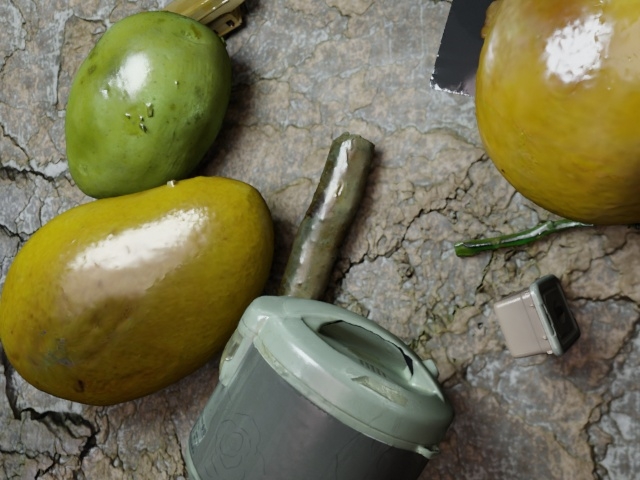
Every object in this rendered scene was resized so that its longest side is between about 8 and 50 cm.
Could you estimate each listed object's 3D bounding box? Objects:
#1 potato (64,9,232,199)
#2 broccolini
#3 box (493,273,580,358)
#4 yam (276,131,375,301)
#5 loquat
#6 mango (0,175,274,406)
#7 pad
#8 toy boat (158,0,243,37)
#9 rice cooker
[{"bbox_3d":[-0.257,-0.193,0.905,0.216,0.216,0.304,44,118,17],"label":"potato"},{"bbox_3d":[0.293,-0.020,0.767,0.254,0.057,0.071,-15,41,18],"label":"broccolini"},{"bbox_3d":[0.264,0.095,0.742,0.062,0.122,0.089,-25,80,31],"label":"box"},{"bbox_3d":[0.000,0.000,0.874,0.071,0.067,0.317,19,96,-9],"label":"yam"},{"bbox_3d":[0.305,-0.186,0.632,0.328,0.328,0.359,-47,51,14],"label":"loquat"},{"bbox_3d":[-0.259,0.061,0.887,0.445,0.220,0.301,-37,97,9],"label":"mango"},{"bbox_3d":[0.221,-0.274,0.827,0.112,0.003,0.157,17,95,21],"label":"pad"},{"bbox_3d":[-0.194,-0.345,0.953,0.200,0.077,0.057,-22,64,22],"label":"toy boat"},{"bbox_3d":[-0.002,0.221,0.758,0.288,0.288,0.277,31,98,19],"label":"rice cooker"}]
